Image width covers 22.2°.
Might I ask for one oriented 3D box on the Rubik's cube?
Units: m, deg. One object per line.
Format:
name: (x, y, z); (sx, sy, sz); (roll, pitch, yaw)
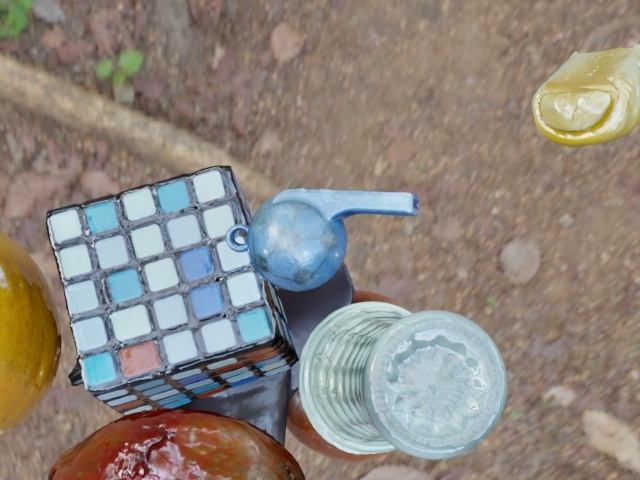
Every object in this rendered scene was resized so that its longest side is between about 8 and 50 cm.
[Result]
Rubik's cube: (-0.137, 0.052, 1.550); (0.187, 0.182, 0.184); (-16, 76, 1)

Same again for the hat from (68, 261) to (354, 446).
hat: (-0.132, 0.105, 1.763); (0.209, 0.336, 0.238); (10, 25, -40)

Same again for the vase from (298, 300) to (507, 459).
vase: (0.066, 0.117, 1.365); (0.143, 0.299, 0.143); (1, 86, -7)

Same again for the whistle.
whistle: (0.000, 0.000, 1.320); (0.158, 0.090, 0.090); (3, 70, 9)

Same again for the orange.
orange: (-0.384, 0.095, 1.624); (0.274, 0.310, 0.274); (-1, 74, 2)

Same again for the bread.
bread: (0.302, -0.155, 1.769); (0.119, 0.084, 0.177); (3, 26, 33)

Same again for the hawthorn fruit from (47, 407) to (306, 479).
hawthorn fruit: (-0.124, 0.208, 1.170); (0.235, 0.181, 0.181); (8, 70, 4)

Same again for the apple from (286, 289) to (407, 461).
apple: (0.043, 0.154, 1.863); (0.162, 0.201, 0.201); (10, 62, -51)
